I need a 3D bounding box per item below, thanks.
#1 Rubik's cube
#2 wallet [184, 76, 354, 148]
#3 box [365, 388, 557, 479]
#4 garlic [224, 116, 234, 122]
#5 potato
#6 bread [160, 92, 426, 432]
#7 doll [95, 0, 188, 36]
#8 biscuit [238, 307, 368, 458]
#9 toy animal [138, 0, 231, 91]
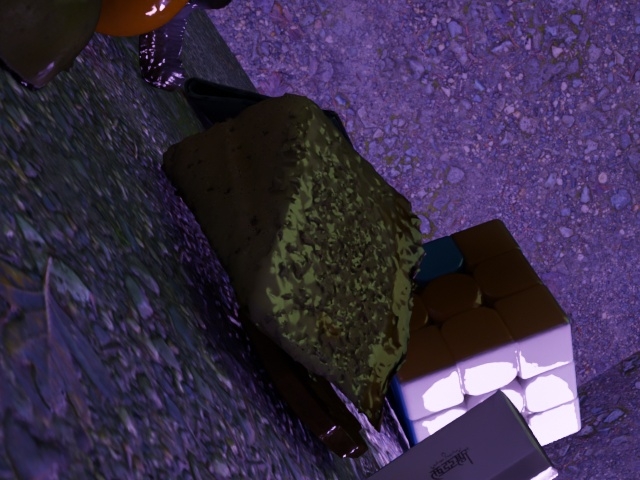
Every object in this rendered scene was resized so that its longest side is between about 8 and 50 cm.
[{"bbox_3d":[0.243,0.188,1.686,0.292,0.291,0.290,-113,-176,-51],"label":"Rubik's cube"},{"bbox_3d":[-0.079,-0.197,1.769,0.290,0.054,0.251,18,-12,20],"label":"wallet"},{"bbox_3d":[0.194,0.307,1.293,0.116,0.203,0.274,58,6,20],"label":"box"},{"bbox_3d":[-0.062,-0.110,1.663,0.214,0.191,0.160,57,46,-53],"label":"garlic"},{"bbox_3d":[-0.256,-0.240,0.841,0.202,0.117,0.182,55,9,-31],"label":"potato"},{"bbox_3d":[-0.055,0.034,1.088,0.248,0.279,0.315,49,45,-33],"label":"bread"},{"bbox_3d":[-0.257,-0.347,1.175,0.236,0.213,0.213,7,-34,40],"label":"doll"},{"bbox_3d":[-0.014,0.166,1.085,0.215,0.034,0.182,50,4,-43],"label":"biscuit"},{"bbox_3d":[-0.224,-0.343,1.325,0.160,0.197,0.273,8,-82,48],"label":"toy animal"}]
